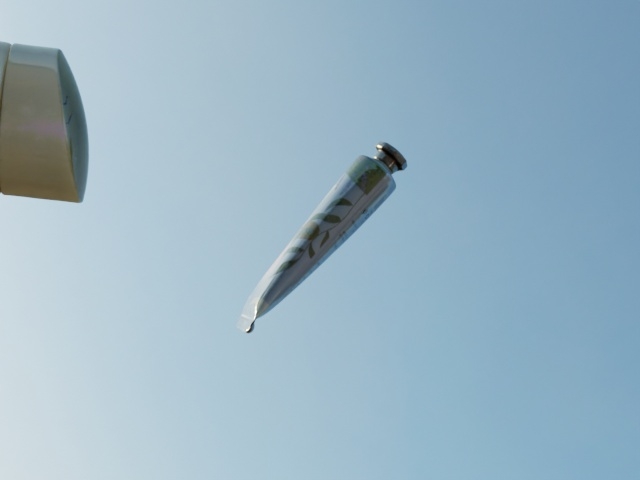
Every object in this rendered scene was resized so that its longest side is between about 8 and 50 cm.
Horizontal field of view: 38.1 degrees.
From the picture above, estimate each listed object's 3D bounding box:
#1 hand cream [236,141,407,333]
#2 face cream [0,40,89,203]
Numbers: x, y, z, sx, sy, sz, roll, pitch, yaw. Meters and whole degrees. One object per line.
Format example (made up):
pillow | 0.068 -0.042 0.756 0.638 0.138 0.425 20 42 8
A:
hand cream | 0.000 0.000 0.990 0.055 0.256 0.088 42 -10 -13
face cream | -0.428 -0.143 1.015 0.349 0.081 0.173 5 -80 -6
